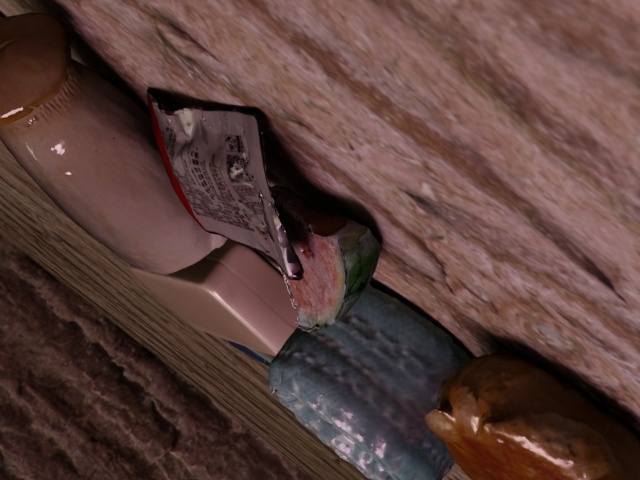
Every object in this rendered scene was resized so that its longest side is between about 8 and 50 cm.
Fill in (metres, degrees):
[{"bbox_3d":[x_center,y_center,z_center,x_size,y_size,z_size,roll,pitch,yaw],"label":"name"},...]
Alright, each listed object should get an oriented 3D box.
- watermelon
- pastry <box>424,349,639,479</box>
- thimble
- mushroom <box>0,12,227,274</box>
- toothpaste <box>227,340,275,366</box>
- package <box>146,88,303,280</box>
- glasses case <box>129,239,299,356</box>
[{"bbox_3d":[0.000,0.000,1.220,0.139,0.071,0.187,55,157,9],"label":"watermelon"},{"bbox_3d":[0.203,0.190,1.215,0.218,0.100,0.229,29,160,21],"label":"pastry"},{"bbox_3d":[0.066,0.156,1.380,0.235,0.143,0.198,42,167,-23],"label":"thimble"},{"bbox_3d":[-0.218,-0.078,1.395,0.154,0.137,0.407,46,179,33],"label":"mushroom"},{"bbox_3d":[-0.083,0.171,2.081,0.197,0.035,0.057,28,179,33],"label":"toothpaste"},{"bbox_3d":[-0.092,-0.056,1.233,0.239,0.030,0.154,19,131,56],"label":"package"},{"bbox_3d":[-0.132,0.061,1.738,0.144,0.076,0.336,44,166,-21],"label":"glasses case"}]
